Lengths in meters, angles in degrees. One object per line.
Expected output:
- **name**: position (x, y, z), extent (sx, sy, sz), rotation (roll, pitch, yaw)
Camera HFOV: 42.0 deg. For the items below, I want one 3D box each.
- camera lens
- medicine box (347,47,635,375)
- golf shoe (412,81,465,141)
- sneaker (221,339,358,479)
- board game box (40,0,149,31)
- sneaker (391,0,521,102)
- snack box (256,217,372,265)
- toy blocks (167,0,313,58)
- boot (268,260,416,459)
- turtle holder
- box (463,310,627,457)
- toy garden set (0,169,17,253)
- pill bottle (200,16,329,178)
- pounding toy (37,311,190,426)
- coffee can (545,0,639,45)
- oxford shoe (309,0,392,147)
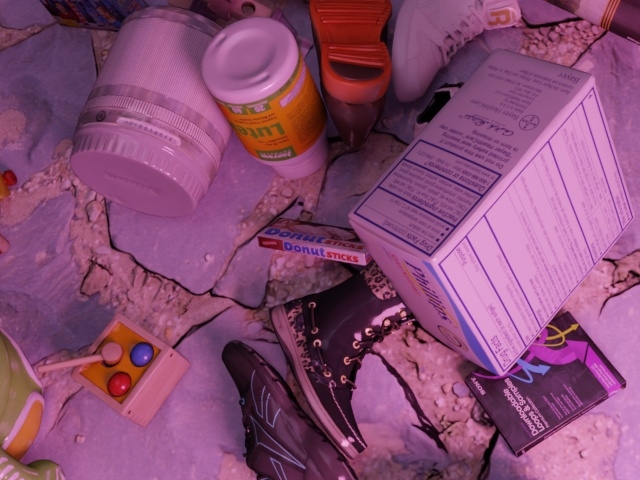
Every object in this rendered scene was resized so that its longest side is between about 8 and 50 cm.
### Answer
- **camera lens**: position (-0.240, -0.201, 1.279), extent (0.219, 0.219, 0.274), rotation (8, 66, 20)
- **medicine box**: position (0.218, -0.031, 1.012), extent (0.289, 0.263, 0.149), rotation (-47, 45, -10)
- **golf shoe**: position (0.217, -0.199, 1.214), extent (0.198, 0.094, 0.077), rotation (-41, 58, -8)
- **sneaker**: position (-0.065, 0.241, 1.067), extent (0.106, 0.101, 0.267), rotation (-40, 59, -3)
- **board game box**: position (-0.430, -0.461, 1.488), extent (0.194, 0.194, 0.060), rotation (11, 67, 21)
- **sneaker**: position (0.217, -0.337, 1.277), extent (0.169, 0.108, 0.293), rotation (8, 65, 24)
- **snack box**: position (0.000, 0.000, 1.186), extent (0.178, 0.022, 0.064), rotation (9, 31, 30)
- **toy blocks**: position (-0.091, -0.483, 1.414), extent (0.260, 0.309, 0.289), rotation (24, 83, -8)
- **boot**: position (0.051, 0.145, 1.090), extent (0.178, 0.085, 0.236), rotation (-28, 58, -1)
- **turtle holder**: position (-0.471, 0.225, 1.125), extent (0.320, 0.227, 0.243), rotation (4, 64, 18)
- **box**: position (0.277, 0.177, 1.036), extent (0.162, 0.029, 0.116), rotation (-34, 59, 0)
- **toy garden set**: position (-0.608, -0.010, 1.391), extent (0.203, 0.049, 0.244), rotation (-19, 60, 7)
- **pill bottle**: position (-0.066, -0.193, 1.207), extent (0.136, 0.246, 0.136), rotation (-7, 62, 14)
- **pounding toy**: position (-0.288, 0.177, 1.167), extent (0.141, 0.100, 0.130), rotation (28, 74, 27)
- **coffee can**: position (0.428, -0.392, 1.153), extent (0.275, 0.201, 0.202), rotation (31, 75, 15)
- **oxford shoe**: position (0.043, -0.289, 1.298), extent (0.129, 0.133, 0.364), rotation (4, 43, 1)
